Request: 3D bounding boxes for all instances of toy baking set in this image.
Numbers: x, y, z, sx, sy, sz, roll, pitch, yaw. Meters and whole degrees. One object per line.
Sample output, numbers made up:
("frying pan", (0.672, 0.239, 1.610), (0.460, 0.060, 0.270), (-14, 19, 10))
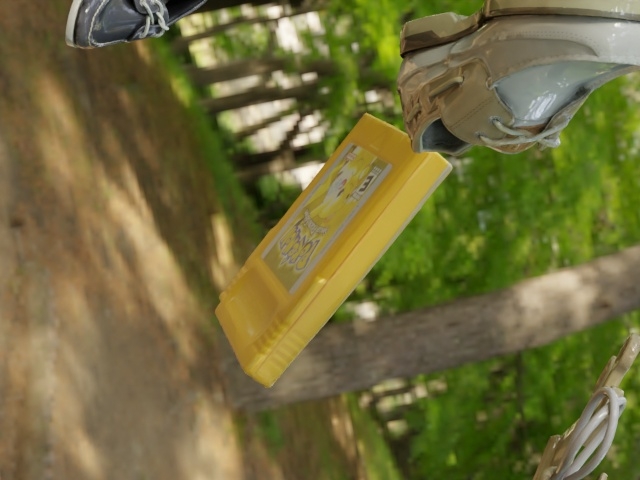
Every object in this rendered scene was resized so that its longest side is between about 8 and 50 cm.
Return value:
("toy baking set", (0.154, 0.159, 0.901), (0.196, 0.030, 0.256), (-66, 172, 22))

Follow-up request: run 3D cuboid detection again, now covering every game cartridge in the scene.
("game cartridge", (0.000, 0.000, 1.606), (0.053, 0.323, 0.285), (40, 1, -17))

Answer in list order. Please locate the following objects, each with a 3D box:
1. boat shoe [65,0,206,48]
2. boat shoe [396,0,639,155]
("boat shoe", (-0.159, -0.217, 1.220), (0.206, 0.065, 0.075), (-50, 160, -58))
("boat shoe", (0.143, -0.113, 0.958), (0.302, 0.113, 0.103), (-175, -91, -72))
